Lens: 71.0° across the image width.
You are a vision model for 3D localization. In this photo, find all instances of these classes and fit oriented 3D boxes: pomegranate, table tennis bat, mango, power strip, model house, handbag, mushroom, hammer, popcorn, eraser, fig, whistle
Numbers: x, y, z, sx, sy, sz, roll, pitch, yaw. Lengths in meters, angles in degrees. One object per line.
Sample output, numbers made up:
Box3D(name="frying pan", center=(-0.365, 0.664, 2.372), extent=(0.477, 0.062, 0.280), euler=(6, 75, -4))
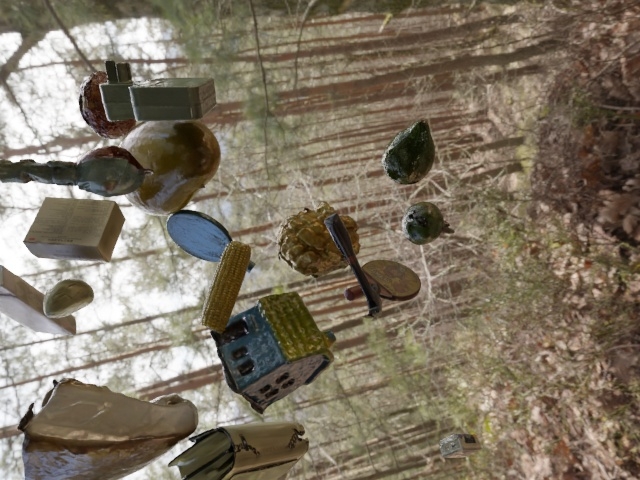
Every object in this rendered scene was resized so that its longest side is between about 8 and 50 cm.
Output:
Box3D(name="pomegranate", center=(0.298, -0.044, 1.239), extent=(0.122, 0.161, 0.122), euler=(-37, 48, 56))
Box3D(name="table tennis bat", center=(0.199, 0.139, 1.460), extent=(0.200, 0.310, 0.038), euler=(39, 127, 36))
Box3D(name="mango", center=(-0.466, -0.230, 1.369), extent=(0.445, 0.220, 0.301), euler=(-2, 92, 43))
Box3D(name="power strip", center=(-0.414, -0.383, 1.134), extent=(0.229, 0.261, 0.141), euler=(-91, 0, -64))
Box3D(name="model house", center=(-0.117, 0.301, 1.273), extent=(0.237, 0.303, 0.215), euler=(56, 171, 40))
Box3D(name="handbag", center=(-0.221, 0.624, 1.296), extent=(0.358, 0.236, 0.160), euler=(30, -154, -55))
Box3D(name="table tennis bat", center=(-0.372, 0.011, 1.528), extent=(0.215, 0.329, 0.044), euler=(-50, 13, 42))
Box3D(name="mushroom", center=(-0.535, 0.536, 1.174), extent=(0.224, 0.397, 0.314), euler=(-113, 36, -62))
Box3D(name="hammer", center=(0.079, 0.062, 1.020), extent=(0.137, 0.037, 0.290), euler=(-85, -29, -55))
Box3D(name="popcorn", center=(0.000, 0.000, 1.238), extent=(0.190, 0.250, 0.250), euler=(66, 163, 11))
Box3D(name="eraser", center=(-1.007, 0.205, 1.502), extent=(0.397, 0.213, 0.082), euler=(80, -165, -57))
Box3D(name="fig", center=(0.216, -0.212, 1.059), extent=(0.156, 0.123, 0.123), euler=(107, 150, -59))
Box3D(name="whistle", center=(-0.608, -0.176, 1.141), extent=(0.142, 0.346, 0.134), euler=(-159, 69, -67))

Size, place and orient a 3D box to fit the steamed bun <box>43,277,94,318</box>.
Box3D(name="steamed bun", center=(-0.707, 0.153, 1.248), extent=(0.091, 0.130, 0.112), euler=(60, 169, 7))

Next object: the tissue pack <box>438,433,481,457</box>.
Box3D(name="tissue pack", center=(0.319, 0.469, 1.027), extent=(0.062, 0.083, 0.042), euler=(-44, 43, 30))

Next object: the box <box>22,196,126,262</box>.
Box3D(name="box", center=(-0.700, -0.030, 1.289), extent=(0.095, 0.212, 0.168), euler=(92, -178, -54))

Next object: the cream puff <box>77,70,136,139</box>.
Box3D(name="cream puff", center=(-0.757, -0.491, 1.623), extent=(0.240, 0.164, 0.240), euler=(0, -90, -69))

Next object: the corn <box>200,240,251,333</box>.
Box3D(name="corn", center=(-0.254, 0.122, 1.205), extent=(0.081, 0.081, 0.248), euler=(151, 138, -75))
